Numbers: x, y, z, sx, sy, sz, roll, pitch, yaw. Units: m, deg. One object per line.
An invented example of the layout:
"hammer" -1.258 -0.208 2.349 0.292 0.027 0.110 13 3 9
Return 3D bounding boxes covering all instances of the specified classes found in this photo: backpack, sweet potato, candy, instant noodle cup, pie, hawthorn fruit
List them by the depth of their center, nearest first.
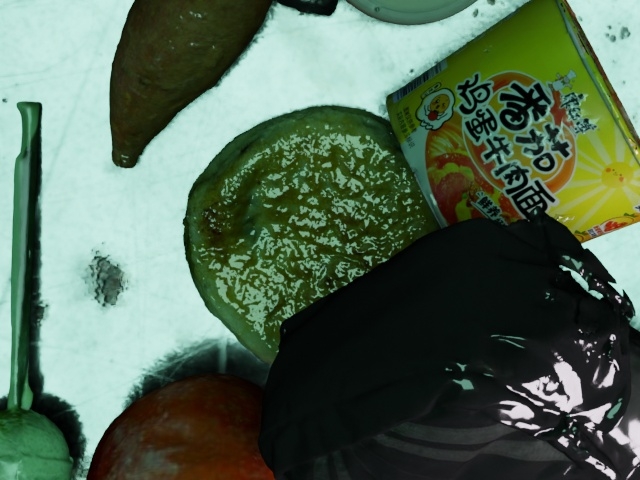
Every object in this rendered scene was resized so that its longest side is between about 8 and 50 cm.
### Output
"backpack" 0.183 0.157 1.754 0.446 0.254 0.363 31 137 -33
"instant noodle cup" 0.196 -0.092 1.793 0.200 0.264 0.264 -28 95 10
"hawthorn fruit" -0.151 0.254 1.824 0.272 0.242 0.241 -9 95 -3
"sweet potato" -0.125 -0.213 1.840 0.131 0.131 0.336 24 118 -2
"pie" 0.000 0.000 1.888 0.277 0.078 0.277 0 101 -1
"candy" -0.302 0.079 1.891 0.119 0.119 0.439 3 87 0

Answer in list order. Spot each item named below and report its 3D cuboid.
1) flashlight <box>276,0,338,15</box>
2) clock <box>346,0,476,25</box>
"flashlight" 0.009 -0.339 1.850 0.093 0.093 0.232 14 101 -1
"clock" 0.097 -0.330 1.814 0.244 0.056 0.244 -8 109 -23
